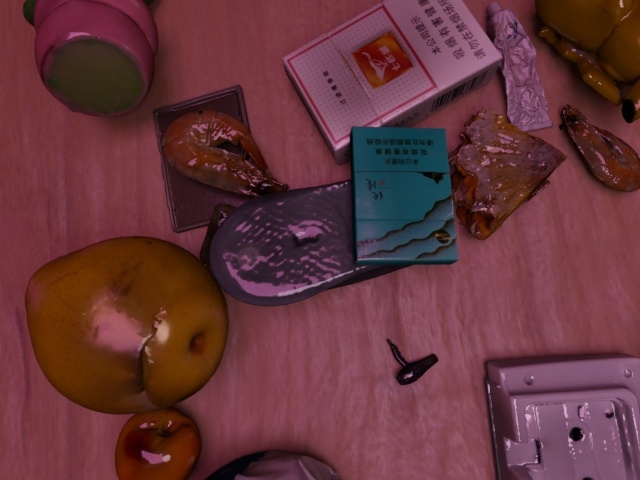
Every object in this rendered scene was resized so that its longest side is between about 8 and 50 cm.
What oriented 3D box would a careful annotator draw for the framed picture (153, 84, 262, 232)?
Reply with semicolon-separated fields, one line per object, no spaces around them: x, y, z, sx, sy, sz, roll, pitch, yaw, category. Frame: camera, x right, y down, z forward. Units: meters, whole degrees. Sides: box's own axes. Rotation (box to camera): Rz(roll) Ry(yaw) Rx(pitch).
-0.223;-0.162;0.847;0.192;0.018;0.266;-13;80;5;framed picture

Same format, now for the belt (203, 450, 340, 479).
-0.136;0.524;0.646;0.436;0.173;0.300;-44;76;-2;belt

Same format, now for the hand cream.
0.356;-0.324;0.788;0.084;0.050;0.257;-12;83;2;hand cream

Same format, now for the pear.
-0.309;0.131;0.686;0.336;0.284;0.285;-11;77;40;pear

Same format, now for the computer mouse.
0.000;0.000;0.741;0.370;0.122;0.188;-16;78;-5;computer mouse

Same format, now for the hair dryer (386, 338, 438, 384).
0.151;0.199;0.740;0.079;0.031;0.083;-31;70;-9;hair dryer

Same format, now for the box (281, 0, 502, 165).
0.124;-0.313;0.791;0.330;0.095;0.210;-29;78;3;box

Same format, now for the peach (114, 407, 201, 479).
-0.274;0.354;0.716;0.138;0.138;0.138;-1;81;7;peach

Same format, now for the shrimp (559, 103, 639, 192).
0.489;-0.163;0.750;0.101;0.042;0.190;-31;77;-20;shrimp

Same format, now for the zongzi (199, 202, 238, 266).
-0.155;0.019;0.801;0.130;0.062;0.154;17;99;-21;zongzi

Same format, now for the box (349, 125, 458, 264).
0.131;-0.074;0.692;0.160;0.042;0.227;0;75;-3;box

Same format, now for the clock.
0.389;0.313;0.646;0.231;0.116;0.263;-5;81;6;clock

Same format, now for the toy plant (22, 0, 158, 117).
-0.451;-0.409;0.825;0.316;0.211;0.356;-20;66;5;toy plant

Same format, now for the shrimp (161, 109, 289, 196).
-0.172;-0.157;0.803;0.267;0.061;0.145;28;77;13;shrimp

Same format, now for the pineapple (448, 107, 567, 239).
0.305;-0.118;0.728;0.186;0.114;0.237;5;79;8;pineapple

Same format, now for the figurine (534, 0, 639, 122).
0.498;-0.354;0.711;0.218;0.169;0.327;-34;71;-23;figurine
